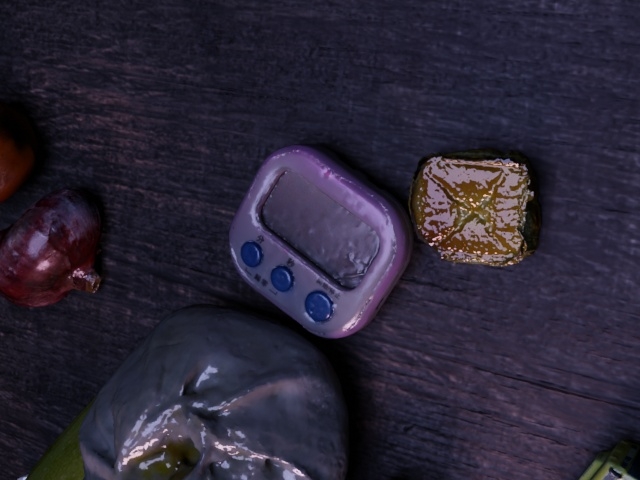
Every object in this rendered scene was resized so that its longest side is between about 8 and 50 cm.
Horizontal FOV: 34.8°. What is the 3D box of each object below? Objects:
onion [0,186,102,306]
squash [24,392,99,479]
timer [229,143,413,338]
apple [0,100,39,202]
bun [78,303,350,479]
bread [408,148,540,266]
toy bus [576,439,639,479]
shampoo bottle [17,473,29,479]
[{"bbox_3d":[-0.377,0.022,1.383,0.151,0.098,0.206,44,115,16],"label":"onion"},{"bbox_3d":[-0.267,0.305,1.417,0.189,0.189,0.260,39,78,17],"label":"squash"},{"bbox_3d":[0.000,0.000,1.193,0.208,0.069,0.190,38,114,19],"label":"timer"},{"bbox_3d":[-0.474,-0.124,1.387,0.158,0.147,0.156,-36,60,27],"label":"apple"},{"bbox_3d":[-0.138,0.235,1.202,0.355,0.194,0.354,-6,76,24],"label":"bun"},{"bbox_3d":[0.166,-0.035,1.098,0.140,0.069,0.127,2,101,24],"label":"bread"},{"bbox_3d":[0.300,0.297,1.072,0.101,0.088,0.175,39,115,19],"label":"toy bus"},{"bbox_3d":[-0.391,0.429,1.493,0.069,0.041,0.190,-24,87,35],"label":"shampoo bottle"}]
